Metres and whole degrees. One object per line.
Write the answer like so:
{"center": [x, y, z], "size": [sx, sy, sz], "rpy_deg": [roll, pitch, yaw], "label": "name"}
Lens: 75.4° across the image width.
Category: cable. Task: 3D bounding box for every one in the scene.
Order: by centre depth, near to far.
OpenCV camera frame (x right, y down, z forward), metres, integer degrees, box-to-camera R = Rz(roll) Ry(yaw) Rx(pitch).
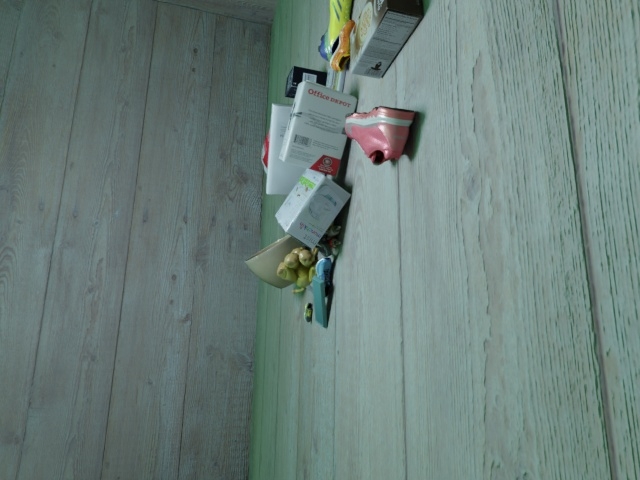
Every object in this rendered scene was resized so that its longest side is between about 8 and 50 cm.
{"center": [0.000, 0.000, 1.555], "size": [0.287, 0.072, 0.140], "rpy_deg": [158, 102, -68], "label": "cable"}

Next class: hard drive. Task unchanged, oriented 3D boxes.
{"center": [-0.086, -0.347, 1.626], "size": [0.047, 0.233, 0.353], "rpy_deg": [-114, 28, -55], "label": "hard drive"}

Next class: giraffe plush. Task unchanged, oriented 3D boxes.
{"center": [-0.067, 0.095, 1.686], "size": [0.170, 0.181, 0.210], "rpy_deg": [-90, -21, -53], "label": "giraffe plush"}

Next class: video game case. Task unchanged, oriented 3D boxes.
{"center": [0.051, -0.581, 1.647], "size": [0.193, 0.023, 0.213], "rpy_deg": [-133, 51, -69], "label": "video game case"}

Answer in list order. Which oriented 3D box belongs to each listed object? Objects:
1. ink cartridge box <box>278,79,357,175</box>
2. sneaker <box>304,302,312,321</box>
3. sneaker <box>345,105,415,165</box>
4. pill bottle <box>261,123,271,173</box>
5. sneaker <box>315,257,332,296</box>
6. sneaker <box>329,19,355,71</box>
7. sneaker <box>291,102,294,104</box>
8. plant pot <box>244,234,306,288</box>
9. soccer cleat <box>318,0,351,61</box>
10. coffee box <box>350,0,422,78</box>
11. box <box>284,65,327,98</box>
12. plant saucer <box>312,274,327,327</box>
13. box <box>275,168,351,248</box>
{"center": [-0.011, -0.384, 1.434], "size": [0.114, 0.197, 0.273], "rpy_deg": [-131, 56, -69], "label": "ink cartridge box"}
{"center": [-0.051, 0.300, 1.734], "size": [0.035, 0.031, 0.083], "rpy_deg": [128, 143, -62], "label": "sneaker"}
{"center": [0.134, -0.268, 1.098], "size": [0.314, 0.115, 0.136], "rpy_deg": [-147, 61, -72], "label": "sneaker"}
{"center": [-0.152, -0.426, 1.939], "size": [0.407, 0.229, 0.229], "rpy_deg": [142, 131, -69], "label": "pill bottle"}
{"center": [0.021, 0.136, 1.510], "size": [0.073, 0.063, 0.162], "rpy_deg": [44, 136, 50], "label": "sneaker"}
{"center": [0.094, -0.696, 1.489], "size": [0.067, 0.064, 0.175], "rpy_deg": [36, 120, 29], "label": "sneaker"}
{"center": [-0.082, -0.595, 1.926], "size": [0.286, 0.130, 0.109], "rpy_deg": [145, 125, -71], "label": "sneaker"}
{"center": [-0.173, 0.104, 1.878], "size": [0.191, 0.284, 0.284], "rpy_deg": [60, 165, -6], "label": "plant pot"}
{"center": [0.079, -0.819, 1.549], "size": [0.121, 0.093, 0.289], "rpy_deg": [37, 122, 35], "label": "soccer cleat"}
{"center": [0.165, -0.570, 1.101], "size": [0.246, 0.098, 0.141], "rpy_deg": [137, 135, -67], "label": "coffee box"}
{"center": [-0.067, -0.694, 1.849], "size": [0.158, 0.155, 0.093], "rpy_deg": [-176, 92, -74], "label": "box"}
{"center": [-0.004, 0.226, 1.511], "size": [0.067, 0.018, 0.192], "rpy_deg": [25, 125, 54], "label": "plant saucer"}
{"center": [-0.040, -0.124, 1.485], "size": [0.231, 0.126, 0.262], "rpy_deg": [-56, 21, 4], "label": "box"}
